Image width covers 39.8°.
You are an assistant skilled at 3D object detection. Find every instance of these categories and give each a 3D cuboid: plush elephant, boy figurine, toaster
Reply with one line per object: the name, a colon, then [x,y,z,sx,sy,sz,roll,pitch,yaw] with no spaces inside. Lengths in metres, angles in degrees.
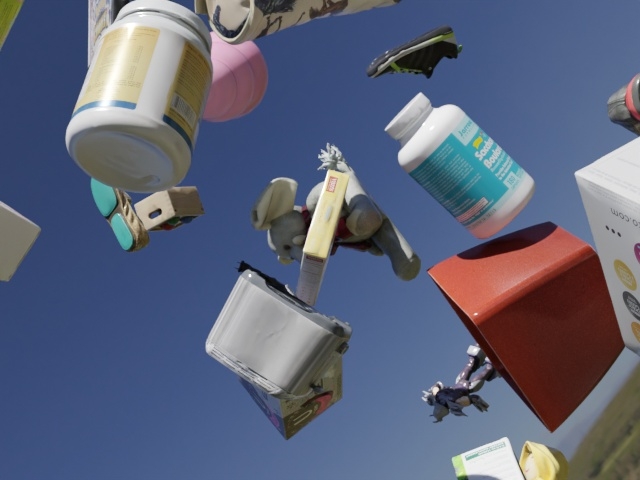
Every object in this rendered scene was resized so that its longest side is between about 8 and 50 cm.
plush elephant: [0.000,-0.022,1.849,0.255,0.330,0.272,-38,-34,8]
boy figurine: [0.341,0.462,1.481,0.285,0.092,0.177,-58,-11,-28]
toaster: [-0.075,0.144,1.361,0.146,0.227,0.129,-59,-15,0]

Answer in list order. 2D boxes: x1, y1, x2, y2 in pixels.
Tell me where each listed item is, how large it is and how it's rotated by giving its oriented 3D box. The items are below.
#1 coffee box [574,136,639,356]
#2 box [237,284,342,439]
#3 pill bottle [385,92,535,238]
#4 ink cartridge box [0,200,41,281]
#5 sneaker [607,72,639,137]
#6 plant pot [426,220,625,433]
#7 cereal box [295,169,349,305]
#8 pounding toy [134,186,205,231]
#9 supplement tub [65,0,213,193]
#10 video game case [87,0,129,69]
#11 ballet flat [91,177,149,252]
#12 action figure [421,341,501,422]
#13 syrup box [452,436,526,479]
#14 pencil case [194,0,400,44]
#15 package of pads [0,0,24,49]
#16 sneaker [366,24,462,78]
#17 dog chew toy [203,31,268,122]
coffee box: [0.611,0.017,1.178,0.338,0.337,0.334,-29,-62,-8]
box: [-0.060,0.224,1.568,0.142,0.163,0.247,-35,-24,-16]
pill bottle: [0.239,-0.137,1.558,0.146,0.264,0.146,-47,5,6]
ink cartridge box: [-0.640,-0.060,1.491,0.114,0.273,0.198,-59,-29,-6]
sneaker: [0.575,-0.210,1.399,0.276,0.097,0.135,1,-7,-20]
plant pot: [0.381,0.119,1.541,0.236,0.267,0.267,-37,18,1]
cereal box: [0.000,0.000,1.633,0.240,0.047,0.173,102,-176,-64]
pounding toy: [-0.408,-0.073,2.452,0.181,0.094,0.206,-24,-9,31]
supplement tub: [-0.208,-0.172,1.051,0.144,0.144,0.199,87,-169,-59]
video game case: [-0.377,-0.450,1.568,0.035,0.275,0.248,1,-92,-22]
ballet flat: [-0.434,-0.061,1.931,0.073,0.206,0.067,-38,-20,30]
action figure: [0.394,0.391,2.375,0.285,0.185,0.099,-42,-51,-24]
syrup box: [0.263,0.391,1.255,0.093,0.096,0.237,-23,16,7]
pencil case: [-0.023,-0.479,1.636,0.410,0.184,0.159,-22,-75,-31]
package of pads: [-0.534,-0.409,1.318,0.296,0.229,0.101,-56,-26,17]
sneaker: [0.221,-0.409,2.023,0.235,0.097,0.084,-28,14,-8]
dog chew toy: [-0.233,-0.357,1.978,0.206,0.207,0.332,-59,4,19]
